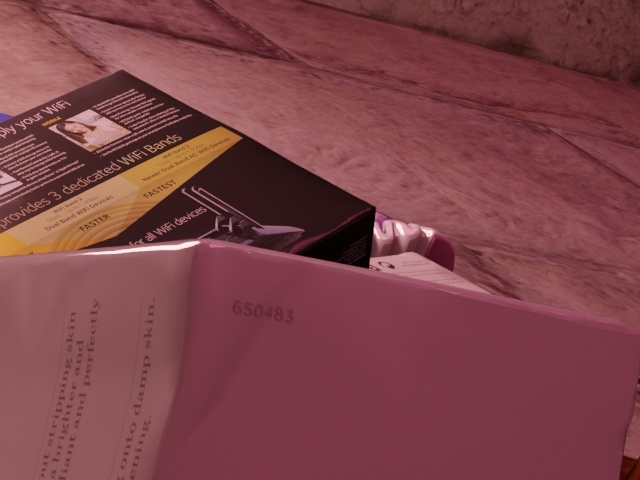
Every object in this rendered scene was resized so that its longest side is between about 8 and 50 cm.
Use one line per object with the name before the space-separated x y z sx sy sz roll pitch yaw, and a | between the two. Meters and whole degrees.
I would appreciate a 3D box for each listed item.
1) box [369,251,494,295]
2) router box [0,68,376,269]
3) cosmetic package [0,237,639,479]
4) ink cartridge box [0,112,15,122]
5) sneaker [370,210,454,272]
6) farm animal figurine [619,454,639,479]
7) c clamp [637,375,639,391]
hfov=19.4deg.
box | 0.067 0.100 1.338 0.182 0.119 0.181 29 18 30
router box | -0.155 0.016 1.203 0.243 0.081 0.309 30 42 31
cosmetic package | -0.076 0.119 0.662 0.156 0.217 0.385 12 -6 -28
ink cartridge box | -0.249 -0.054 1.592 0.097 0.046 0.207 12 17 -32
sneaker | 0.000 0.000 1.666 0.236 0.095 0.104 17 8 -32
farm animal figurine | 0.091 0.212 0.940 0.326 0.172 0.330 8 24 0
c clamp | 0.358 0.150 1.740 0.160 0.022 0.137 29 22 21
